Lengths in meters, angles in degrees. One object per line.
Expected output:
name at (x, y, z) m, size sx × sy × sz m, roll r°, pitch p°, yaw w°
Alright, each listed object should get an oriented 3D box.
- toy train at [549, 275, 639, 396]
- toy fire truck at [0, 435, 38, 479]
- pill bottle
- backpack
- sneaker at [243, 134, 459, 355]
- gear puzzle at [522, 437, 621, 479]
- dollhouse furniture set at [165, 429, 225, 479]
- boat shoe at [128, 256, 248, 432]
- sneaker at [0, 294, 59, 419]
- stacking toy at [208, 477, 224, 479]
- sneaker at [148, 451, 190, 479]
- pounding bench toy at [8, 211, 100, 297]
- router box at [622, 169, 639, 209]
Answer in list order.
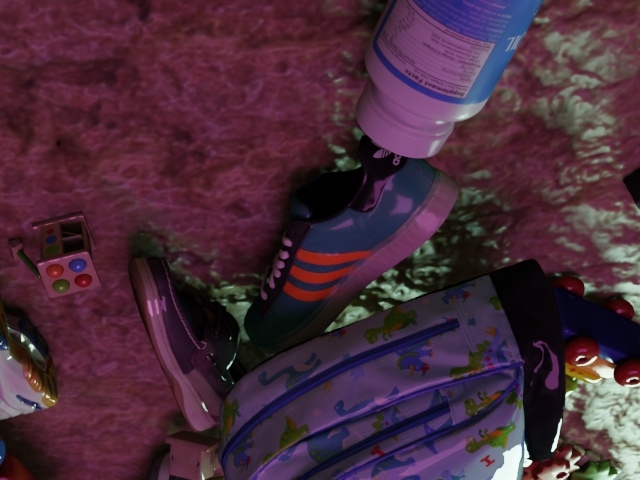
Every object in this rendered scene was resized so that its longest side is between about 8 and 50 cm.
toy train at (0.323, 0.145, 1.731) m, size 0.248 × 0.105 × 0.143 m, roll 23°, pitch 134°, yaw -33°
toy fire truck at (-0.437, 0.292, 1.607) m, size 0.254 × 0.169 × 0.302 m, roll -22°, pitch 136°, yaw 3°
pill bottle at (0.114, -0.186, 1.317) m, size 0.124 × 0.124 × 0.221 m, roll 8°, pitch 132°, yaw -23°
backpack at (0.070, 0.195, 1.507) m, size 0.355 × 0.273 × 0.290 m, roll -6°, pitch 148°, yaw 0°
sneaker at (0.000, 0.000, 1.498) m, size 0.121 × 0.108 × 0.302 m, roll 36°, pitch 124°, yaw -17°
gear puzzle at (0.304, 0.342, 1.954) m, size 0.339 × 0.044 × 0.175 m, roll 27°, pitch 122°, yaw -35°
dollhouse furniture set at (-0.067, 0.222, 1.731) m, size 0.161 × 0.182 × 0.101 m, roll 9°, pitch 99°, yaw 24°
boat shoe at (-0.131, 0.103, 1.558) m, size 0.092 × 0.103 × 0.285 m, roll -20°, pitch 140°, yaw -3°
sneaker at (-0.373, 0.095, 1.468) m, size 0.131 × 0.112 × 0.296 m, roll -18°, pitch 135°, yaw 3°
stacking toy at (-0.042, 0.416, 1.869) m, size 0.279 × 0.130 × 0.309 m, roll -8°, pitch 135°, yaw -9°
sneaker at (-0.256, 0.379, 1.785) m, size 0.178 × 0.124 × 0.295 m, roll 13°, pitch 104°, yaw 10°
pounding bench toy at (-0.267, 0.021, 1.456) m, size 0.083 × 0.065 × 0.052 m, roll -14°, pitch 136°, yaw -2°
router box at (0.437, -0.066, 1.584) m, size 0.179 × 0.046 × 0.133 m, roll -34°, pitch 133°, yaw 17°
